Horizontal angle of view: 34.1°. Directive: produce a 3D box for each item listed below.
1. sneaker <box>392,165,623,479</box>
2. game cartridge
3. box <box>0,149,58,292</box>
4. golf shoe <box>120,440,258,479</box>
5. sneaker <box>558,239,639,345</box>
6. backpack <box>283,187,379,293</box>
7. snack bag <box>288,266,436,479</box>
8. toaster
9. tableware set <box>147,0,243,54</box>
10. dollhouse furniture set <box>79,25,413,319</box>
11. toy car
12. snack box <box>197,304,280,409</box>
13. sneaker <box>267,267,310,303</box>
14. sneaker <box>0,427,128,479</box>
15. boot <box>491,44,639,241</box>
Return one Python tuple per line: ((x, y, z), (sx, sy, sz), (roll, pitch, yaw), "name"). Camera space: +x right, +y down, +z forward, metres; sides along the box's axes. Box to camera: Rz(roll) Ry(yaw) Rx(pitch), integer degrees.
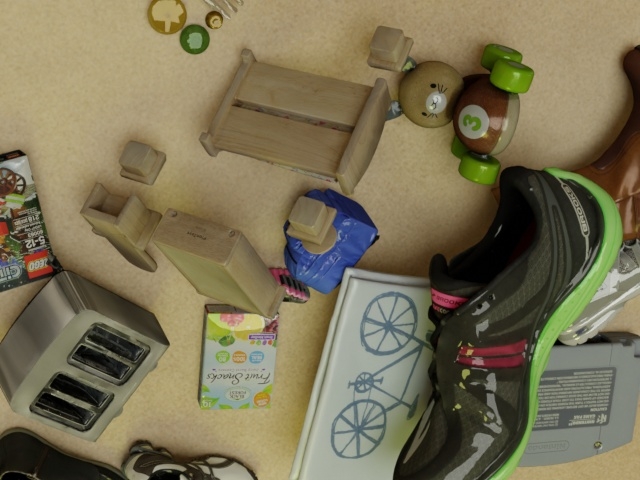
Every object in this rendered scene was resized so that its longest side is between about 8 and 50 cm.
((0.197, 0.121, 1.329), (0.202, 0.185, 0.483), (27, 86, -22), "sneaker")
((0.334, 0.240, 1.560), (0.297, 0.062, 0.198), (-1, 111, -15), "game cartridge")
((-0.449, -0.002, 1.251), (0.233, 0.044, 0.159), (-19, 111, -23), "box")
((-0.175, 0.340, 1.434), (0.198, 0.094, 0.077), (14, 102, -20), "golf shoe")
((0.421, 0.022, 1.485), (0.281, 0.105, 0.115), (-46, 112, 2), "sneaker")
((0.000, 0.000, 1.372), (0.101, 0.098, 0.120), (27, 108, -22), "backpack")
((0.146, 0.203, 1.440), (0.342, 0.037, 0.323), (7, 105, -26), "snack bag")
((-0.303, 0.140, 1.303), (0.185, 0.110, 0.168), (35, 95, -40), "toaster")
((-0.178, -0.304, 1.269), (0.154, 0.024, 0.104), (40, 97, -23), "tableware set")
((-0.075, -0.106, 1.321), (0.355, 0.303, 0.174), (-65, 157, -19), "dollhouse furniture set")
((0.153, -0.180, 1.340), (0.188, 0.149, 0.155), (13, 114, -7), "toy car")
((-0.112, 0.159, 1.423), (0.100, 0.037, 0.141), (2, 107, -15), "snack box")
((-0.073, 0.067, 1.407), (0.119, 0.047, 0.057), (17, 124, -19), "sneaker")
((-0.333, 0.339, 1.377), (0.222, 0.118, 0.083), (31, 97, -21), "sneaker")
((0.374, -0.106, 1.446), (0.280, 0.096, 0.264), (-19, 92, 11), "boot")
